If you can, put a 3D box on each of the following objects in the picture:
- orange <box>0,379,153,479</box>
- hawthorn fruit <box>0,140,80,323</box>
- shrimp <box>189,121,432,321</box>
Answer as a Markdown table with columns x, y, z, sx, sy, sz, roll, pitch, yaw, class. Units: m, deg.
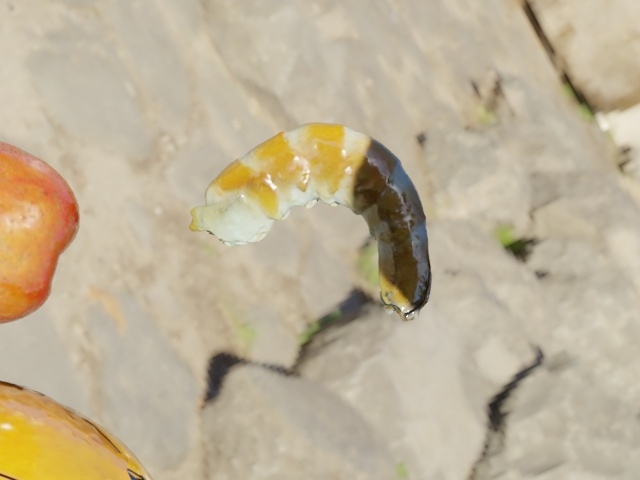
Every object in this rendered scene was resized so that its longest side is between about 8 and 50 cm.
| x | y | z | sx | sy | sz | roll | pitch | yaw | class |
| --- | --- | --- | --- | --- | --- | --- | --- | --- | --- |
| -0.168 | 0.178 | 0.798 | 0.234 | 0.182 | 0.234 | 6 | 80 | -32 | orange |
| -0.224 | -0.013 | 1.093 | 0.140 | 0.125 | 0.125 | 42 | 21 | -8 | hawthorn fruit |
| 0.000 | 0.000 | 1.243 | 0.166 | 0.161 | 0.049 | 61 | 11 | -3 | shrimp |
